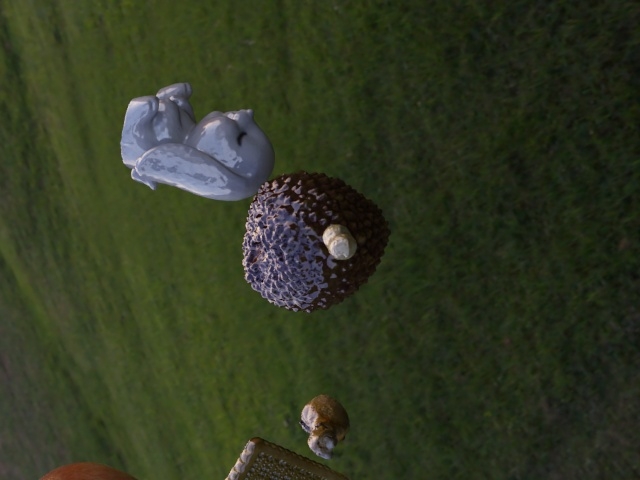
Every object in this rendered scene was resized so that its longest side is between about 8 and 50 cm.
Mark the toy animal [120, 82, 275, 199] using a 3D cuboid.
[{"bbox_3d":[-0.215,-0.166,1.803,0.265,0.272,0.206,17,107,3],"label":"toy animal"}]

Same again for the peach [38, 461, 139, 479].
[{"bbox_3d":[-0.298,0.410,1.269,0.252,0.252,0.252,36,139,40],"label":"peach"}]

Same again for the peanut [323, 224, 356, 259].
[{"bbox_3d":[0.024,0.003,1.145,0.083,0.037,0.037,-132,28,-68],"label":"peanut"}]

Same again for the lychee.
[{"bbox_3d":[0.000,0.000,1.659,0.271,0.271,0.271,36,139,40],"label":"lychee"}]

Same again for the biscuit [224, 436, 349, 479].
[{"bbox_3d":[-0.067,0.431,1.590,0.254,0.172,0.029,34,177,-42],"label":"biscuit"}]

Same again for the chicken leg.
[{"bbox_3d":[0.010,0.376,1.950,0.107,0.087,0.251,24,-176,-1],"label":"chicken leg"}]
